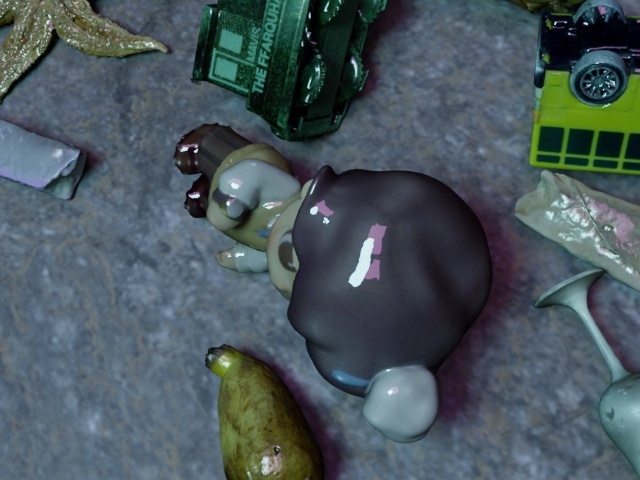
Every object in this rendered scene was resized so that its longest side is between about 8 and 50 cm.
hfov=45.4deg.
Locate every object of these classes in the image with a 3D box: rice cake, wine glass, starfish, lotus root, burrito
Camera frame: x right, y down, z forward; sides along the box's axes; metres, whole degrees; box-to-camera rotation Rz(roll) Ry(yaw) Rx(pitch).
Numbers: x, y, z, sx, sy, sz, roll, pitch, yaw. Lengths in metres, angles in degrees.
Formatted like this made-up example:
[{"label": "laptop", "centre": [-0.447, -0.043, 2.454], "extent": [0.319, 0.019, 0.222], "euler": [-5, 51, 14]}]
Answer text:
[{"label": "rice cake", "centre": [-0.458, -0.135, 0.960], "extent": [0.399, 0.064, 0.070], "euler": [19, 87, 17]}, {"label": "wine glass", "centre": [0.280, 0.126, 0.707], "extent": [0.079, 0.079, 0.196], "euler": [-26, 68, 3]}, {"label": "starfish", "centre": [-0.353, -0.299, 0.992], "extent": [0.302, 0.060, 0.299], "euler": [-36, 85, 9]}, {"label": "lotus root", "centre": [-0.058, 0.180, 0.754], "extent": [0.094, 0.108, 0.191], "euler": [-9, 55, -19]}, {"label": "burrito", "centre": [0.300, 0.002, 0.751], "extent": [0.226, 0.060, 0.087], "euler": [30, 91, 18]}]

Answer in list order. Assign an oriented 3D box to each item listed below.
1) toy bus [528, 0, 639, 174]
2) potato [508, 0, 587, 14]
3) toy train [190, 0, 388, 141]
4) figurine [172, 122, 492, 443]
[{"label": "toy bus", "centre": [0.339, -0.139, 0.739], "extent": [0.262, 0.150, 0.128], "euler": [7, 45, 14]}, {"label": "potato", "centre": [0.174, -0.351, 0.832], "extent": [0.300, 0.173, 0.140], "euler": [38, 104, 20]}, {"label": "toy train", "centre": [-0.028, -0.273, 0.807], "extent": [0.178, 0.138, 0.330], "euler": [25, 115, 25]}, {"label": "figurine", "centre": [-0.016, 0.005, 0.731], "extent": [0.364, 0.218, 0.206], "euler": [21, 35, 25]}]
